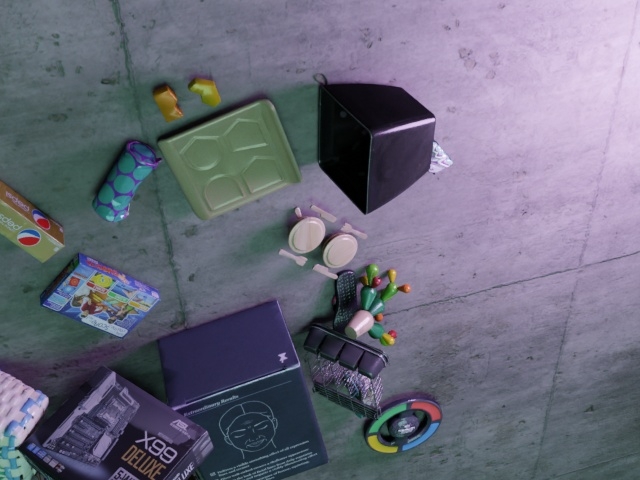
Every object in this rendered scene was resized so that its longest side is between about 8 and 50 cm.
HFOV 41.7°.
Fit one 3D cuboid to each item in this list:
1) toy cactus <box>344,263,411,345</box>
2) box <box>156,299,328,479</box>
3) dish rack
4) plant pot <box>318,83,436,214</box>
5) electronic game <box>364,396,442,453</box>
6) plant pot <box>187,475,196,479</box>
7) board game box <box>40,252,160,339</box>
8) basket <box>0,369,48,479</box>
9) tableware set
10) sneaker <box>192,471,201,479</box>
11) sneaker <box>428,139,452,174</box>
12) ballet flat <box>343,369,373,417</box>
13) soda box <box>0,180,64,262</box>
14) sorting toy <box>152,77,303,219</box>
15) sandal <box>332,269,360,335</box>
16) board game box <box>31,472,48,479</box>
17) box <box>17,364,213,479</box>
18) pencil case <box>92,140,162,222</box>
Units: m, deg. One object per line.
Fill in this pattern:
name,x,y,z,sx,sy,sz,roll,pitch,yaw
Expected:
toy cactus,0.126,0.169,1.924,0.180,0.112,0.219,-40,137,-43
box,-0.174,0.378,1.944,0.293,0.212,0.395,-18,134,-6
dish rack,0.064,0.326,2.020,0.074,0.208,0.271,-54,152,-29
plant pot,0.112,-0.194,1.596,0.167,0.187,0.188,-20,135,-22
electronic game,0.231,0.514,2.330,0.229,0.048,0.229,-11,132,-12
plant pot,-0.336,0.659,1.995,0.205,0.188,0.205,-11,124,-18
board game box,-0.453,0.119,1.734,0.136,0.035,0.201,-44,130,17
basket,-0.726,0.382,1.761,0.289,0.201,0.255,16,128,10
tableware set,0.000,0.000,1.807,0.194,0.039,0.128,27,104,-43
sneaker,-0.361,0.711,2.218,0.137,0.210,0.366,-15,98,-9
sneaker,0.226,-0.168,1.747,0.069,0.038,0.098,-38,131,12
ballet flat,0.102,0.381,2.167,0.070,0.070,0.188,-18,135,-5
soda box,-0.555,-0.039,1.539,0.058,0.061,0.181,-35,132,11
sorting toy,-0.183,-0.187,1.578,0.229,0.041,0.307,-20,133,2
sandal,0.056,0.143,1.956,0.067,0.040,0.179,-10,117,-20
board game box,-0.666,0.652,2.093,0.146,0.045,0.193,-35,133,0
box,-0.408,0.418,1.685,0.242,0.307,0.076,-47,147,-30
pencil case,-0.360,-0.108,1.555,0.070,0.064,0.152,28,116,-19
